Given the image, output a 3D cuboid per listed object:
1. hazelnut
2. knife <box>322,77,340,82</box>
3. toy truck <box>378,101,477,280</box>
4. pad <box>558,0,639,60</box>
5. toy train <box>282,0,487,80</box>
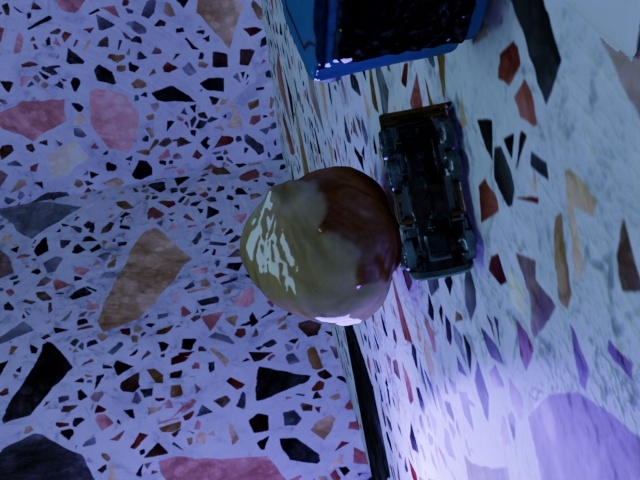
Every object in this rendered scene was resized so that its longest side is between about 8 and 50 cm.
[{"bbox_3d":[0.000,0.000,1.235,0.241,0.261,0.261,44,-159,-43],"label":"hazelnut"},{"bbox_3d":[-0.006,-0.425,1.550,0.073,0.041,0.265,115,145,-63],"label":"knife"},{"bbox_3d":[0.111,-0.049,0.865,0.115,0.080,0.177,-112,12,-89],"label":"toy truck"},{"bbox_3d":[0.152,-0.232,0.438,0.156,0.004,0.232,-109,9,-52],"label":"pad"},{"bbox_3d":[0.036,-0.297,0.627,0.300,0.188,0.265,93,161,-58],"label":"toy train"}]
